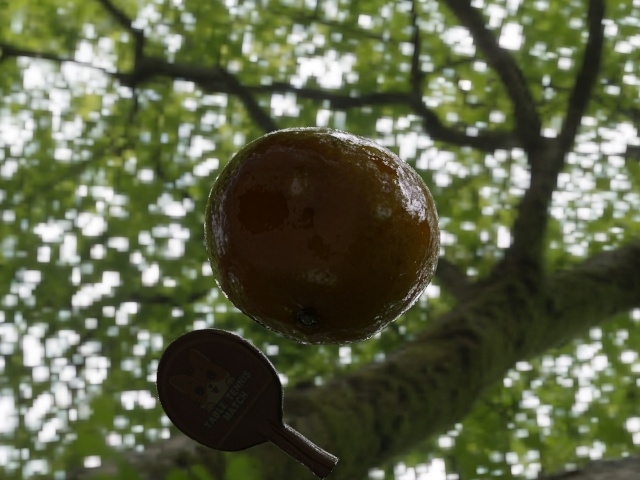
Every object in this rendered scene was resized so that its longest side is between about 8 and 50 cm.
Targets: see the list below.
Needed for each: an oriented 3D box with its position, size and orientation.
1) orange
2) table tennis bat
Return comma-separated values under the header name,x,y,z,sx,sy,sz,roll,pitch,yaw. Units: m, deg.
name,x,y,z,sx,sy,sz,roll,pitch,yaw
orange,0.000,0.000,0.897,0.156,0.156,0.124,-24,-135,52
table tennis bat,-0.047,0.124,1.189,0.170,0.119,0.107,36,-64,1
